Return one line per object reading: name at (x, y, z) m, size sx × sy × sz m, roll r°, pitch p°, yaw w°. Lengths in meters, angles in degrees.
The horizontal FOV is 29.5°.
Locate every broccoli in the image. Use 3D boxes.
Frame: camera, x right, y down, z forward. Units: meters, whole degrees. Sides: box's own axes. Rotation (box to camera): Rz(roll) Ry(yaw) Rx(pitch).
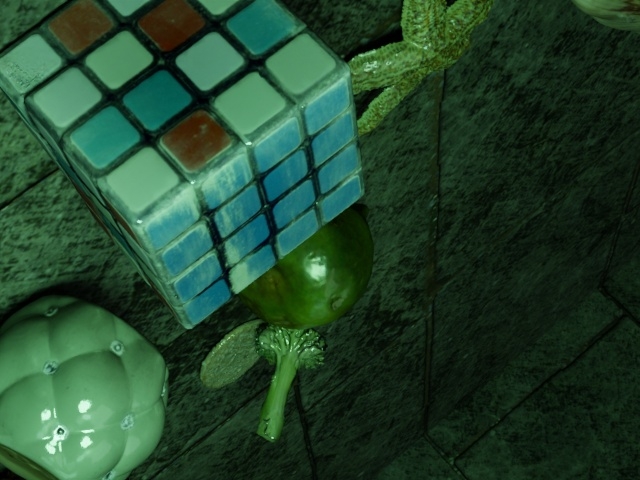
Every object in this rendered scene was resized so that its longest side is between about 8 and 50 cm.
broccoli at (-0.063, 0.223, 1.949) m, size 0.122 × 0.118 × 0.204 m, roll 98°, pitch 8°, yaw -62°

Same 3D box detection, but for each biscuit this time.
biscuit at (-0.138, 0.185, 1.989) m, size 0.152 × 0.020 × 0.152 m, roll -35°, pitch 153°, yaw -21°

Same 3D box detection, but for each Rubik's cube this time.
Rubik's cube at (-0.130, -0.112, 1.225) m, size 0.256 × 0.253 × 0.259 m, roll -38°, pitch 157°, yaw -11°

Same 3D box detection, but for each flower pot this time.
flower pot at (-0.305, 0.193, 1.470) m, size 0.246 × 0.246 × 0.195 m, roll 88°, pitch 27°, yaw -60°

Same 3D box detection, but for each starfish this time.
starfish at (0.132, -0.254, 1.641) m, size 0.347 × 0.078 × 0.358 m, roll -19°, pitch 147°, yaw -49°

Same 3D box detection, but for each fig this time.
fig at (0.000, 0.000, 1.739) m, size 0.275 × 0.206 × 0.206 m, roll -40°, pitch 160°, yaw -47°

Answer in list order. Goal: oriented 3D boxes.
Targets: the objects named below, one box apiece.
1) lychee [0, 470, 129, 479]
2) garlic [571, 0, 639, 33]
lychee at (-0.384, 0.430, 1.740) m, size 0.267 × 0.267 × 0.267 m, roll -35°, pitch 155°, yaw -19°
garlic at (0.496, -0.416, 1.741) m, size 0.321 × 0.241 × 0.322 m, roll -1°, pitch 132°, yaw -2°
